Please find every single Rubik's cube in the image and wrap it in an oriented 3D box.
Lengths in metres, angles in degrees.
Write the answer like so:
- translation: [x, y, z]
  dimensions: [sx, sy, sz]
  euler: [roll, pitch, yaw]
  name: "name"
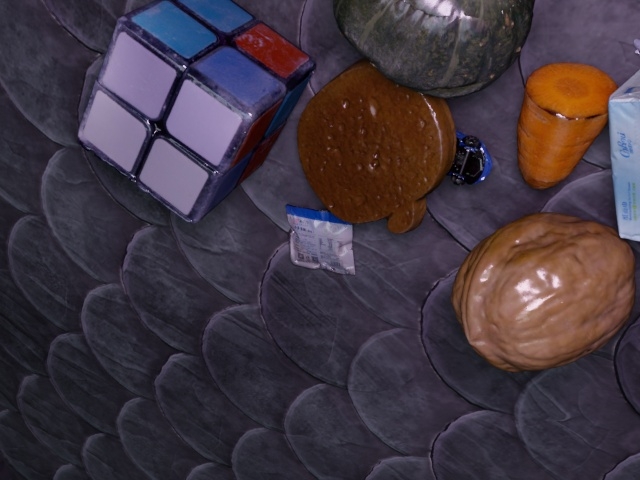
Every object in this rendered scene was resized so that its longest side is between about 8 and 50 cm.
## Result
- translation: [-0.247, -0.284, 1.449]
  dimensions: [0.316, 0.318, 0.313]
  euler: [36, 129, 0]
  name: "Rubik's cube"

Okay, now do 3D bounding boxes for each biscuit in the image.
- translation: [0.114, -0.180, 1.444]
  dimensions: [0.394, 0.070, 0.351]
  euler: [-18, 100, 49]
  name: "biscuit"

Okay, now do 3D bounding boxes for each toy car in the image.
- translation: [0.243, -0.187, 1.428]
  dimensions: [0.216, 0.063, 0.103]
  euler: [27, 128, 18]
  name: "toy car"

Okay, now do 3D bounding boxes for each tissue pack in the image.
- translation: [0.568, -0.153, 1.227]
  dimensions: [0.089, 0.177, 0.263]
  euler: [9, 126, 45]
  name: "tissue pack"

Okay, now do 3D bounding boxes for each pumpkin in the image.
- translation: [0.194, -0.402, 1.192]
  dimensions: [0.327, 0.292, 0.257]
  euler: [28, 156, -6]
  name: "pumpkin"

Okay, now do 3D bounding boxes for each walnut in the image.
- translation: [0.408, 0.098, 1.346]
  dimensions: [0.306, 0.344, 0.306]
  euler: [46, 158, 25]
  name: "walnut"

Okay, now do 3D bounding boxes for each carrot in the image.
- translation: [0.430, -0.185, 1.301]
  dimensions: [0.159, 0.159, 0.225]
  euler: [17, 136, 15]
  name: "carrot"

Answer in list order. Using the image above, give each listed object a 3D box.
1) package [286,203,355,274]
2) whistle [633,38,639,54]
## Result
- translation: [0.000, 0.000, 1.695]
  dimensions: [0.171, 0.027, 0.173]
  euler: [12, 124, 23]
  name: "package"
- translation: [0.568, -0.339, 1.202]
  dimensions: [0.083, 0.029, 0.033]
  euler: [-23, 92, 42]
  name: "whistle"
